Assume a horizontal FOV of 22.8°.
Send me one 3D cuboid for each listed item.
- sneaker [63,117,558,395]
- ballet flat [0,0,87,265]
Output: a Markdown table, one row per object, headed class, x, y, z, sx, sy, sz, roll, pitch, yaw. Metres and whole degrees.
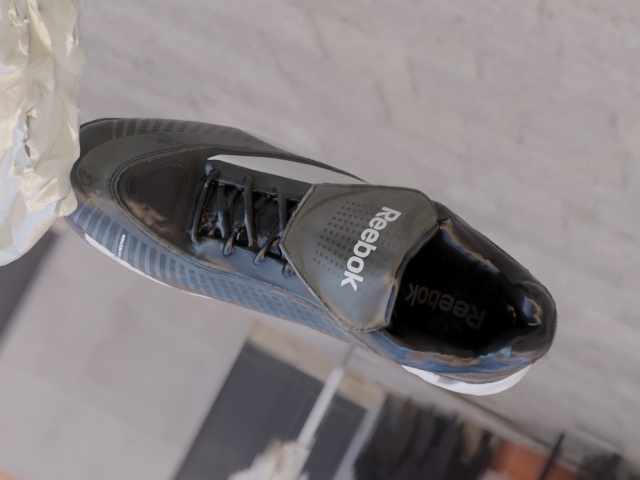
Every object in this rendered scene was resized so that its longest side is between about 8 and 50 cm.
| class | x | y | z | sx | sy | sz | roll | pitch | yaw |
| --- | --- | --- | --- | --- | --- | --- | --- | --- | --- |
| sneaker | 0.000 | 0.000 | 0.667 | 0.234 | 0.078 | 0.106 | 23 | 171 | -8 |
| ballet flat | -0.166 | -0.182 | 0.430 | 0.147 | 0.408 | 0.147 | -9 | -172 | 1 |
